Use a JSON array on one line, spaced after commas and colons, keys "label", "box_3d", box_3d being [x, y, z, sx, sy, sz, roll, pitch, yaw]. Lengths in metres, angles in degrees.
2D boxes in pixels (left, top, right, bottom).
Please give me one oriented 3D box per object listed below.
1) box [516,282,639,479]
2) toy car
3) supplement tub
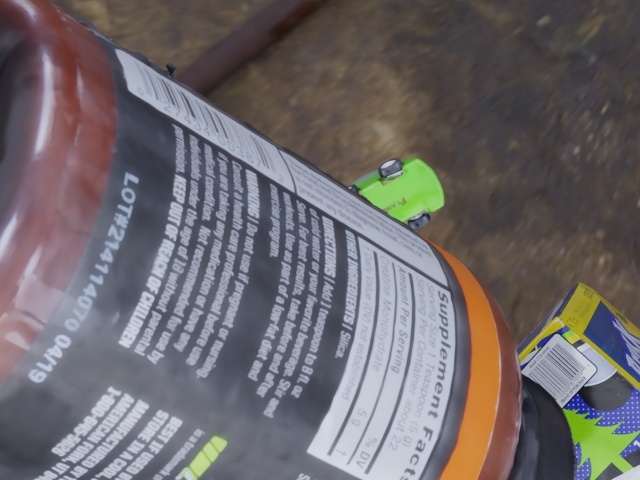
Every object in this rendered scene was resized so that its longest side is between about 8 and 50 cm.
[{"label": "box", "box_3d": [0.039, 0.094, 0.578, 0.054, 0.059, 0.169, 42, 106, 4]}, {"label": "toy car", "box_3d": [0.000, 0.000, 1.649, 0.225, 0.053, 0.239, -29, 106, 4]}, {"label": "supplement tub", "box_3d": [-0.025, 0.029, 0.456, 0.106, 0.106, 0.198, -45, 131, 16]}]
